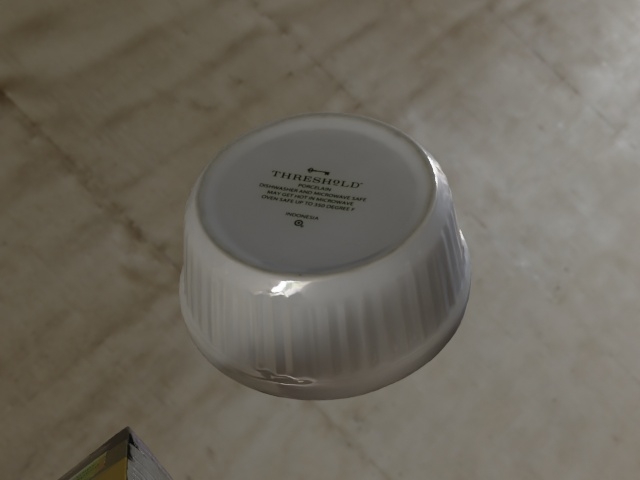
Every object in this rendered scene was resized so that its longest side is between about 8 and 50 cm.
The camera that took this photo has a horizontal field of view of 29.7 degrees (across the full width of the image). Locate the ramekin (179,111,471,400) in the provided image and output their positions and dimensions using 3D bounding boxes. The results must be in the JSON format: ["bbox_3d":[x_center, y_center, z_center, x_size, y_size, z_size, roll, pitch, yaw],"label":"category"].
[{"bbox_3d":[0.000,0.000,1.079,0.273,0.273,0.127,-43,-34,-30],"label":"ramekin"}]

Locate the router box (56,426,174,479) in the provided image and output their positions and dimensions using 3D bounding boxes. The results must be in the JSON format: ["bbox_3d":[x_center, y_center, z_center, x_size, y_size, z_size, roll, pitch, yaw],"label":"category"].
[{"bbox_3d":[-0.225,0.275,0.793,0.309,0.081,0.243,-38,11,-3],"label":"router box"}]
